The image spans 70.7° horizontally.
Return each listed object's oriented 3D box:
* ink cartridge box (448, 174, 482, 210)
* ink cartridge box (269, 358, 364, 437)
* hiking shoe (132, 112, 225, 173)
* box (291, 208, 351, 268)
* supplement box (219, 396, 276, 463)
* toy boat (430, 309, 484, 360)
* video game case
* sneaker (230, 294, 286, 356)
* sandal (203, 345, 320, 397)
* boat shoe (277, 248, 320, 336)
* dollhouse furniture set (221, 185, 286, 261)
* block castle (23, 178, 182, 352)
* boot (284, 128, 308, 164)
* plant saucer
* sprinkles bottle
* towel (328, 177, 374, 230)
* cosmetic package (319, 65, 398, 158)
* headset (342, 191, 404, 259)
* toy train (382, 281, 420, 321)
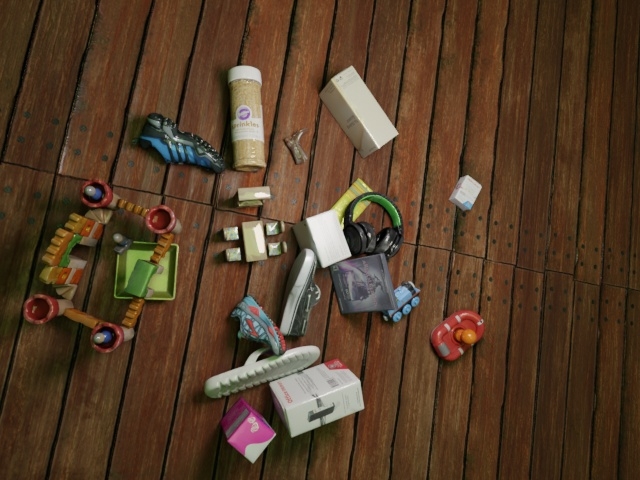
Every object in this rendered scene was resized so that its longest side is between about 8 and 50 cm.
[{"bbox_3d":[0.617,-0.202,1.919,0.088,0.052,0.123,35,76,-12],"label":"ink cartridge box"},{"bbox_3d":[-0.017,0.534,1.553,0.272,0.197,0.114,-14,103,-19],"label":"ink cartridge box"},{"bbox_3d":[-0.476,-0.309,1.560,0.304,0.113,0.132,33,106,-19],"label":"hiking shoe"},{"bbox_3d":[0.000,0.000,1.628,0.118,0.182,0.181,-20,91,-21],"label":"box"},{"bbox_3d":[-0.241,0.611,1.467,0.111,0.220,0.114,45,74,-9],"label":"supplement box"},{"bbox_3d":[0.564,0.377,1.792,0.231,0.151,0.151,-33,96,-18],"label":"toy boat"},{"bbox_3d":[0.147,0.161,1.618,0.026,0.274,0.196,-14,89,-40],"label":"video game case"},{"bbox_3d":[-0.214,0.310,1.531,0.125,0.104,0.262,-38,52,-10],"label":"sneaker"},{"bbox_3d":[-0.199,0.420,1.554,0.415,0.169,0.102,-13,56,-21],"label":"sandal"},{"bbox_3d":[-0.059,0.187,1.588,0.119,0.121,0.336,12,111,-14],"label":"boat shoe"},{"bbox_3d":[-0.232,-0.051,1.567,0.212,0.161,0.242,-7,87,-19],"label":"dollhouse furniture set"},{"bbox_3d":[-0.643,0.070,1.347,0.302,0.213,0.454,23,84,1],"label":"block castle"},{"bbox_3d":[-0.068,-0.356,1.716,0.106,0.037,0.114,-30,91,-5],"label":"boot"},{"bbox_3d":[-0.576,0.101,1.500,0.188,0.045,0.189,4,83,-17],"label":"plant saucer"},{"bbox_3d":[-0.263,-0.432,1.616,0.121,0.121,0.356,-3,86,-18],"label":"sprinkles bottle"},{"bbox_3d":[0.111,-0.130,1.764,0.102,0.021,0.237,43,74,-6],"label":"towel"},{"bbox_3d":[0.144,-0.487,1.737,0.113,0.160,0.310,-37,96,-17],"label":"cosmetic package"},{"bbox_3d":[0.211,0.001,1.682,0.243,0.185,0.395,12,73,-23],"label":"headset"},{"bbox_3d":[0.308,0.233,1.746,0.184,0.080,0.105,-35,125,-18],"label":"toy train"}]
